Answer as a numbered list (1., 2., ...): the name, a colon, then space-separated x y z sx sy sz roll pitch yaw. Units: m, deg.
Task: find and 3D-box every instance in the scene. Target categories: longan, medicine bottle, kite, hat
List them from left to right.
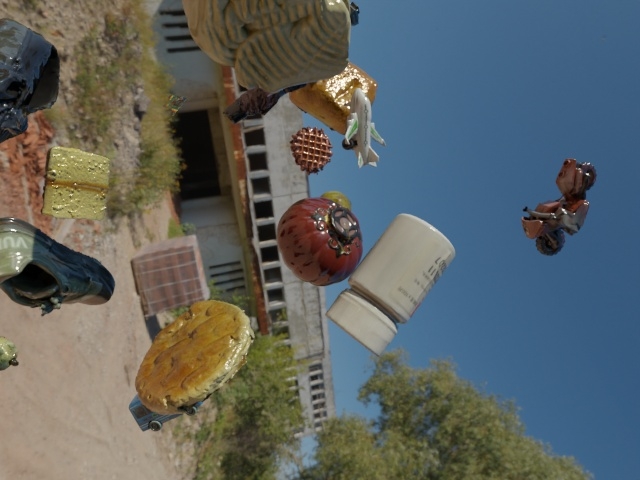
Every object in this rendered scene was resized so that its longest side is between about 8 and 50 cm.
1. hat: -0.783 0.282 1.093 0.076 0.059 0.077 -57 143 -48
2. kite: -0.503 -0.476 1.543 0.004 0.090 0.122 66 5 -57
3. longan: 0.035 -0.117 1.716 0.154 0.176 0.145 86 -11 -50
4. medicine bottle: 0.198 0.124 1.274 0.211 0.371 0.211 37 -7 5

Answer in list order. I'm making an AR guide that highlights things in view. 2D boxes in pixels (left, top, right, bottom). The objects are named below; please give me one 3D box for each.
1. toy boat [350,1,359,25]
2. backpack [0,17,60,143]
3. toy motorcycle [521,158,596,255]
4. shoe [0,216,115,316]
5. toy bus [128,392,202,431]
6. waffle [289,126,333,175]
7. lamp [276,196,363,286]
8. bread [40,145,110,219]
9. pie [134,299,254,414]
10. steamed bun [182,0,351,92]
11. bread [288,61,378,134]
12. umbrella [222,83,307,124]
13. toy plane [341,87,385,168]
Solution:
1. toy boat: 0.118 -0.844 1.674 0.055 0.060 0.141 46 11 8
2. backpack: -0.845 -0.373 1.124 0.255 0.363 0.445 45 41 -39
3. toy motorcycle: 0.503 -0.074 0.949 0.084 0.118 0.212 -132 -117 -72
4. shoe: -0.496 0.088 0.833 0.149 0.109 0.293 64 3 35
5. toy bus: -0.505 0.531 1.502 0.134 0.246 0.113 61 10 -11
6. waffle: -0.015 -0.158 0.784 0.083 0.075 0.029 60 -20 -15
7. lamp: 0.000 0.000 1.463 0.257 0.303 0.303 -37 -119 41
8. bread: -0.965 -0.221 1.687 0.236 0.198 0.263 -6 106 -68
9. pie: -0.317 0.285 1.123 0.083 0.339 0.339 61 -3 -32
10. steamed bun: -0.085 -0.405 0.744 0.203 0.289 0.276 64 -31 27
11. bread: 0.068 -0.645 1.876 0.337 0.328 0.148 36 -26 1
12. umbrella: -0.149 -0.455 1.355 0.094 0.326 0.090 57 1 38
13. toy plane: 0.126 -0.359 1.444 0.101 0.251 0.255 -7 -84 35
